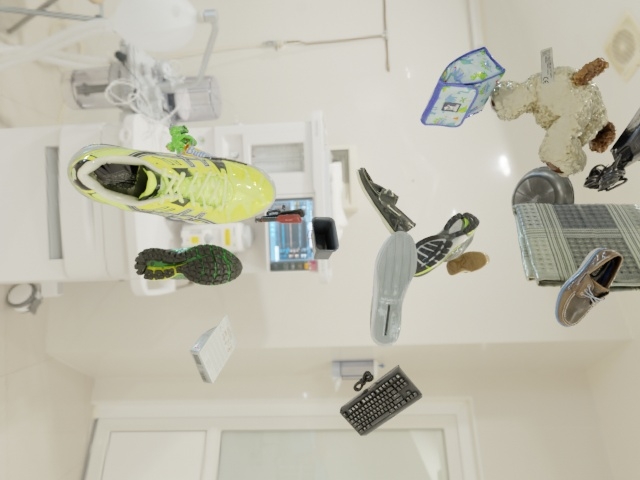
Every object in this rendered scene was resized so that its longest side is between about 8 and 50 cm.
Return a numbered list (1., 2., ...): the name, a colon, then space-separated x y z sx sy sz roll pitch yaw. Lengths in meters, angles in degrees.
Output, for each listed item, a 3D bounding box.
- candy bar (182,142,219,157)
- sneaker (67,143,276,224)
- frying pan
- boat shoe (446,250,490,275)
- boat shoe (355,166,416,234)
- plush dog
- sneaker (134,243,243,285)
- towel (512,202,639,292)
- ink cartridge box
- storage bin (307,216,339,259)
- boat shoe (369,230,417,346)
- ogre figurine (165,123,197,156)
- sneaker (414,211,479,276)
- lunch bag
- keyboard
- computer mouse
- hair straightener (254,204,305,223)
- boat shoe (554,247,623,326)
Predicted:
1. candy bar: -0.282 -0.208 1.276 0.018 0.161 0.040 -41 -147 53
2. sneaker: -0.268 -0.092 0.922 0.147 0.384 0.145 -143 -123 -67
3. frying pan: 0.631 -0.052 1.385 0.197 0.053 0.326 -26 -115 55
4. boat shoe: 0.454 0.065 1.484 0.170 0.059 0.063 -26 -104 62
5. boat shoe: 0.180 -0.115 1.376 0.233 0.079 0.084 53 18 -10
6. plush dog: 0.527 -0.287 1.046 0.225 0.211 0.262 -11 58 -51
7. sneaker: -0.427 0.073 1.637 0.146 0.343 0.134 15 80 -86
8. towel: 0.642 0.013 1.176 0.324 0.312 0.056 -75 162 -52
9. ink cartridge box: -0.342 0.344 1.583 0.179 0.045 0.145 -64 149 -51
10. storage bin: 0.000 0.000 1.678 0.091 0.098 0.135 112 -26 -54
11. boat shoe: 0.175 0.124 1.288 0.094 0.109 0.302 155 -50 -77
12. ogre figurine: -0.487 -0.342 1.754 0.118 0.096 0.197 28 57 -70
13. sneaker: 0.397 0.036 1.580 0.111 0.300 0.121 41 -23 41
14. lunch bag: 0.287 -0.309 1.021 0.096 0.151 0.129 59 -19 20
15. keyboard: 0.113 0.326 1.016 0.108 0.180 0.023 49 26 8
16. computer mouse: 0.612 -0.198 0.913 0.272 0.072 0.188 -60 167 16
17. hair straightener: -0.163 -0.099 1.953 0.047 0.230 0.089 65 33 -30
18. boat shoe: 0.540 0.095 0.989 0.183 0.066 0.066 -61 -176 -1
